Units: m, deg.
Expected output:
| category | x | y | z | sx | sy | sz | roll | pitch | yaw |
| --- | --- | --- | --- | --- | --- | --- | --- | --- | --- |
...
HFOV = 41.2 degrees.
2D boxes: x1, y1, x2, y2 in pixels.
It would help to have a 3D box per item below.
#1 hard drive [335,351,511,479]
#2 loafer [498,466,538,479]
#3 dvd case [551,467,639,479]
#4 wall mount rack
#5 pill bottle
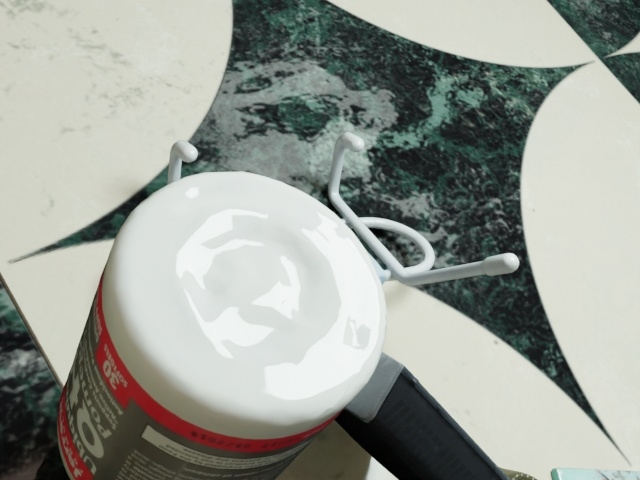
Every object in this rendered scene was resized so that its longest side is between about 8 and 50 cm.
| category | x | y | z | sx | sy | sz | roll | pitch | yaw |
| --- | --- | --- | --- | --- | --- | --- | --- | --- | --- |
| hard drive | 0.045 | 0.139 | 0.707 | 0.054 | 0.254 | 0.172 | -46 | 108 | -11 |
| loafer | 0.169 | 0.248 | 0.825 | 0.148 | 0.050 | 0.056 | 34 | 51 | -21 |
| dvd case | 0.302 | 0.281 | 0.886 | 0.119 | 0.013 | 0.087 | 9 | 54 | -21 |
| wall mount rack | 0.000 | 0.000 | 0.818 | 0.350 | 0.131 | 0.304 | -7 | 35 | -29 |
| pill bottle | -0.093 | 0.110 | 0.618 | 0.176 | 0.318 | 0.176 | 13 | 52 | -17 |
